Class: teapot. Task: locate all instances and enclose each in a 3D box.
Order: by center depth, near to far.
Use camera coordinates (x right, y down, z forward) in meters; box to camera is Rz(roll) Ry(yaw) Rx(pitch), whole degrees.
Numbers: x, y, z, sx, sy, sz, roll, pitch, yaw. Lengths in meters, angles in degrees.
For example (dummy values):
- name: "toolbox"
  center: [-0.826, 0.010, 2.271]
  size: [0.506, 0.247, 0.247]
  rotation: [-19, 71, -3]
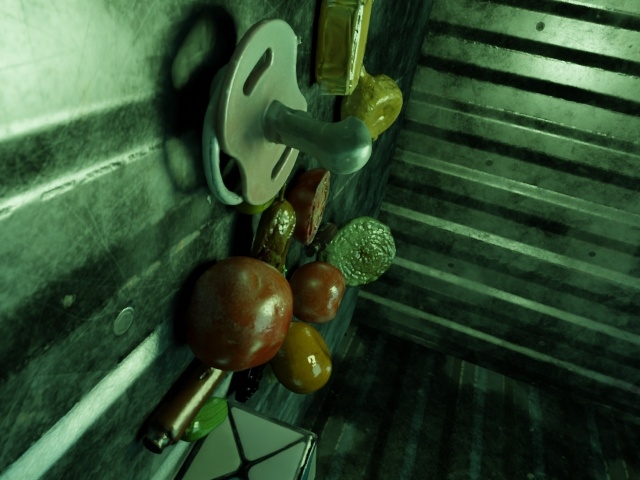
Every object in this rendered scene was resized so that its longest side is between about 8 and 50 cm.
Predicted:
- name: "teapot"
  center: [0.141, -0.430, 1.448]
  size: [0.203, 0.167, 0.311]
  rotation: [-34, 159, -7]

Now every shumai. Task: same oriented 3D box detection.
- name: "shumai"
  center: [0.136, 0.017, 1.904]
  size: [0.263, 0.309, 0.304]
  rotation: [-112, -154, -71]

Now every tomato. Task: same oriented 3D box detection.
- name: "tomato"
  center: [-0.153, 0.146, 0.903]
  size: [0.232, 0.188, 0.232]
  rotation: [16, 90, -76]
- name: "tomato"
  center: [-0.038, -0.101, 1.286]
  size: [0.225, 0.085, 0.225]
  rotation: [15, 90, -79]
- name: "tomato"
  center: [-0.020, 0.168, 1.514]
  size: [0.208, 0.184, 0.208]
  rotation: [18, 90, -85]

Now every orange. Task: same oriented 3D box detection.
- name: "orange"
  center: [-0.067, 0.367, 1.442]
  size: [0.171, 0.240, 0.240]
  rotation: [-34, 171, 9]

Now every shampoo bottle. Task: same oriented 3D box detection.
- name: "shampoo bottle"
  center: [0.002, 0.000, 1.642]
  size: [0.236, 0.067, 0.068]
  rotation: [-50, 164, -60]

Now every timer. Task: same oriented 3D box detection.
- name: "timer"
  center: [-0.200, 0.361, 1.330]
  size: [0.144, 0.055, 0.187]
  rotation: [2, 102, -80]

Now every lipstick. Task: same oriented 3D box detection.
- name: "lipstick"
  center: [-0.233, 0.273, 1.002]
  size: [0.418, 0.077, 0.077]
  rotation: [-54, 159, -52]

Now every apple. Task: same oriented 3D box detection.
- name: "apple"
  center: [-0.134, -0.092, 0.913]
  size: [0.089, 0.074, 0.089]
  rotation: [-48, 171, -10]

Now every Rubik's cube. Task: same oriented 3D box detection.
- name: "Rubik's cube"
  center: [-0.189, 0.659, 1.208]
  size: [0.307, 0.305, 0.310]
  rotation: [95, 18, -44]

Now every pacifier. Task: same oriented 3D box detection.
- name: "pacifier"
  center: [-0.066, -0.189, 0.756]
  size: [0.332, 0.273, 0.220]
  rotation: [80, -3, -63]

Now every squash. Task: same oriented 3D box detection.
- name: "squash"
  center: [-0.268, 0.408, 1.054]
  size: [0.219, 0.068, 0.077]
  rotation: [24, 79, -78]

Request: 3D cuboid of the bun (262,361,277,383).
- name: "bun"
  center: [-0.159, 0.426, 1.556]
  size: [0.115, 0.069, 0.115]
  rotation: [-59, -174, 10]

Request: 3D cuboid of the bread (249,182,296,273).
- name: "bread"
  center: [-0.111, 0.017, 1.034]
  size: [0.124, 0.084, 0.344]
  rotation: [-82, -171, -52]

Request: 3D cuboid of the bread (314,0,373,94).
- name: "bread"
  center: [0.052, -0.476, 1.089]
  size: [0.136, 0.107, 0.241]
  rotation: [-61, 164, -49]

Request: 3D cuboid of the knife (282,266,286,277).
- name: "knife"
  center: [-0.103, 0.051, 1.159]
  size: [0.054, 0.015, 0.212]
  rotation: [130, -44, -52]
